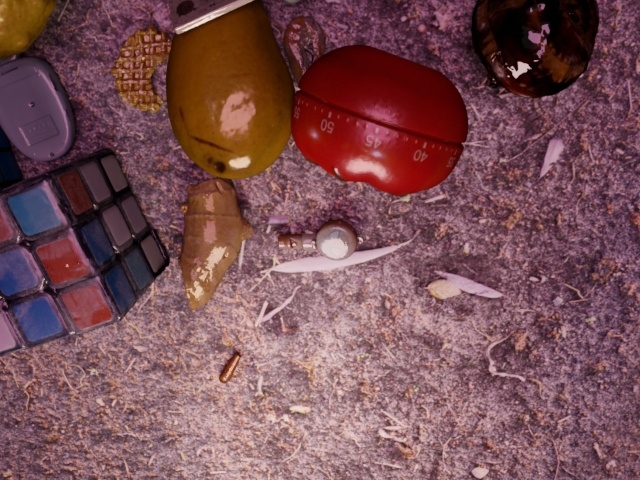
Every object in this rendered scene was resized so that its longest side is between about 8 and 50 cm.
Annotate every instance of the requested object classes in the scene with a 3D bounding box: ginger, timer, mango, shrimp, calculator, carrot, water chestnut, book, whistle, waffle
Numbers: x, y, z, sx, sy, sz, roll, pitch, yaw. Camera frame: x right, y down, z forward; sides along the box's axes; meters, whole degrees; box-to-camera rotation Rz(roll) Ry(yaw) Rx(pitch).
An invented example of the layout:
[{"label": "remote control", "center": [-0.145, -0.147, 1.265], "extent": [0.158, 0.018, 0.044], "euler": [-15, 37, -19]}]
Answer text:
[{"label": "ginger", "center": [-0.283, 0.014, 1.452], "extent": [0.190, 0.126, 0.353], "euler": [17, 106, -13]}, {"label": "timer", "center": [0.127, -0.258, 1.239], "extent": [0.378, 0.378, 0.279], "euler": [19, 107, -3]}, {"label": "mango", "center": [-0.203, -0.363, 1.306], "extent": [0.302, 0.220, 0.444], "euler": [4, 100, 13]}, {"label": "shrimp", "center": [-0.033, -0.436, 1.376], "extent": [0.102, 0.042, 0.190], "euler": [-8, 102, -4]}, {"label": "calculator", "center": [-0.719, -0.340, 1.420], "extent": [0.186, 0.041, 0.298], "euler": [-19, 103, 6]}, {"label": "carrot", "center": [-0.247, 0.350, 1.574], "extent": [0.032, 0.032, 0.093], "euler": [32, 99, -5]}, {"label": "water chestnut", "center": [0.451, -0.444, 1.270], "extent": [0.300, 0.300, 0.299], "euler": [0, 103, 2]}, {"label": "book", "center": [-0.245, -0.602, 1.258], "extent": [0.217, 0.021, 0.310], "euler": [-22, 63, 7]}, {"label": "whistle", "center": [0.000, 0.000, 1.472], "extent": [0.220, 0.057, 0.107], "euler": [-3, 117, 7]}, {"label": "waffle", "center": [-0.415, -0.412, 1.389], "extent": [0.149, 0.051, 0.194], "euler": [34, 97, -6]}]

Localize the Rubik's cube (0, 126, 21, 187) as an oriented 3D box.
[{"label": "Rubik's cube", "center": [-0.872, -0.193, 1.397], "extent": [0.180, 0.167, 0.183], "euler": [-13, 101, 6]}]

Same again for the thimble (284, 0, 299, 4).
[{"label": "thimble", "center": [-0.053, -0.642, 1.262], "extent": [0.150, 0.185, 0.210], "euler": [-23, 67, 5]}]

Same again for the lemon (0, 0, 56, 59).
[{"label": "lemon", "center": [-0.748, -0.558, 1.222], "extent": [0.388, 0.350, 0.349], "euler": [2, 103, 6]}]

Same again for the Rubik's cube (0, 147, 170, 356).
[{"label": "Rubik's cube", "center": [-0.622, 0.026, 1.343], "extent": [0.359, 0.363, 0.361], "euler": [-16, 106, 10]}]
